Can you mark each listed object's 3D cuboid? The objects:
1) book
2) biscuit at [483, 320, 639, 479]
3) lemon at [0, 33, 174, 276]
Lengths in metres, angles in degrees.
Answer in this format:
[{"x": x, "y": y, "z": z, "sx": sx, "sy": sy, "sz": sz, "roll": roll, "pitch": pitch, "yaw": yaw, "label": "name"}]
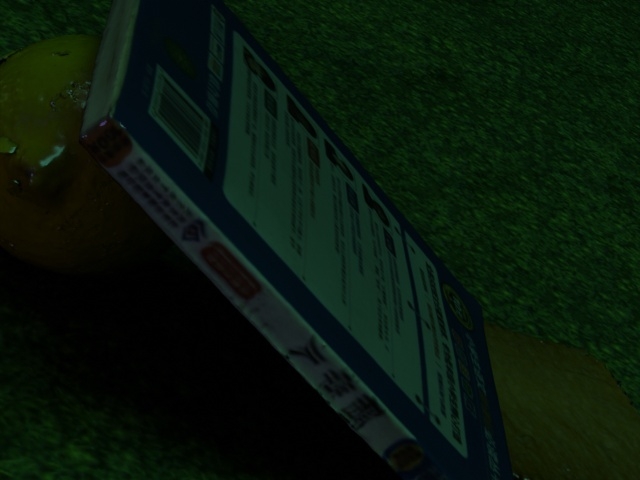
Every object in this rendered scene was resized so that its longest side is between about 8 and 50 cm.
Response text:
[{"x": 0.000, "y": 0.000, "z": 1.062, "sx": 0.428, "sy": 0.039, "sz": 0.300, "roll": 49, "pitch": 20, "yaw": -25, "label": "book"}, {"x": 0.193, "y": 0.142, "z": 1.279, "sx": 0.232, "sy": 0.013, "sz": 0.237, "roll": 17, "pitch": 26, "yaw": -27, "label": "biscuit"}, {"x": -0.165, "y": -0.059, "z": 1.068, "sx": 0.173, "sy": 0.173, "sz": 0.206, "roll": 35, "pitch": 14, "yaw": 11, "label": "lemon"}]
